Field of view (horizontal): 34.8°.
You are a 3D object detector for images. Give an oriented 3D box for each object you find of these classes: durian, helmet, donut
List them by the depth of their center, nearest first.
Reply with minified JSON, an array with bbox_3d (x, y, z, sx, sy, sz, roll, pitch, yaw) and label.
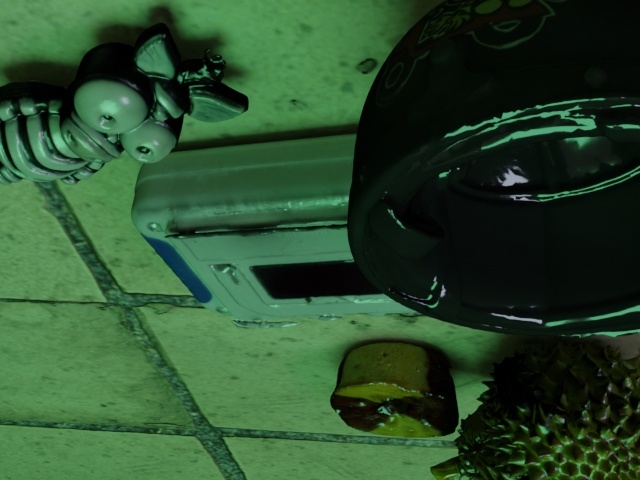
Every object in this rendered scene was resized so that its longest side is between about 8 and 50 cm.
[{"bbox_3d":[0.139,-0.052,0.573,0.230,0.160,0.279,-20,149,31],"label":"helmet"},{"bbox_3d":[0.199,0.163,0.914,0.237,0.193,0.138,-18,119,18],"label":"durian"},{"bbox_3d":[0.076,0.150,1.008,0.140,0.059,0.140,5,149,3],"label":"donut"}]

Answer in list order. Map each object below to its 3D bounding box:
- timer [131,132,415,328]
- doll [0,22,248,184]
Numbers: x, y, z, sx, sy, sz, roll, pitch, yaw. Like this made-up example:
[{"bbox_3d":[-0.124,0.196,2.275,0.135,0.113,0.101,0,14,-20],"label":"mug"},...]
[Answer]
[{"bbox_3d":[0.000,0.000,0.766,0.253,0.078,0.178,-5,147,19],"label":"timer"},{"bbox_3d":[-0.154,-0.081,0.679,0.219,0.067,0.091,-16,139,31],"label":"doll"}]
